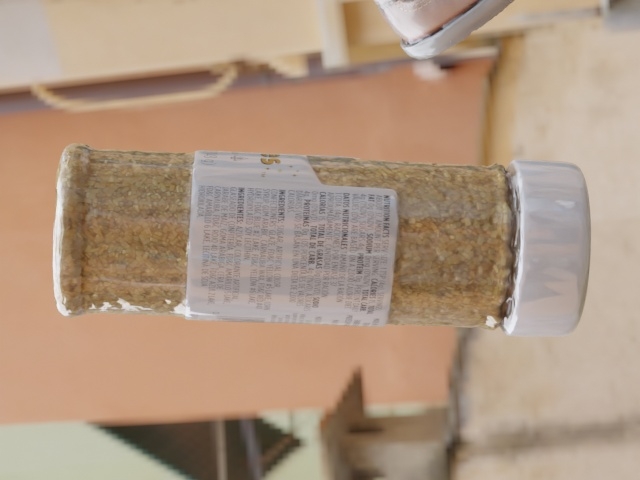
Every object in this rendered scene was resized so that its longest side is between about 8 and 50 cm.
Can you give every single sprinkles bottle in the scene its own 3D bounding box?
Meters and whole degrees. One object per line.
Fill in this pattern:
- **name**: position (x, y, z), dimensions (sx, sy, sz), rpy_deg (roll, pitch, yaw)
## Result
- **sprinkles bottle**: position (0.000, 0.000, 1.308), dimensions (0.121, 0.355, 0.121), rpy_deg (-178, 90, -87)

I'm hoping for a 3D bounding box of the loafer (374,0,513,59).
- **loafer**: position (0.052, -0.092, 0.389), dimensions (0.039, 0.125, 0.045), rpy_deg (47, 177, -17)
